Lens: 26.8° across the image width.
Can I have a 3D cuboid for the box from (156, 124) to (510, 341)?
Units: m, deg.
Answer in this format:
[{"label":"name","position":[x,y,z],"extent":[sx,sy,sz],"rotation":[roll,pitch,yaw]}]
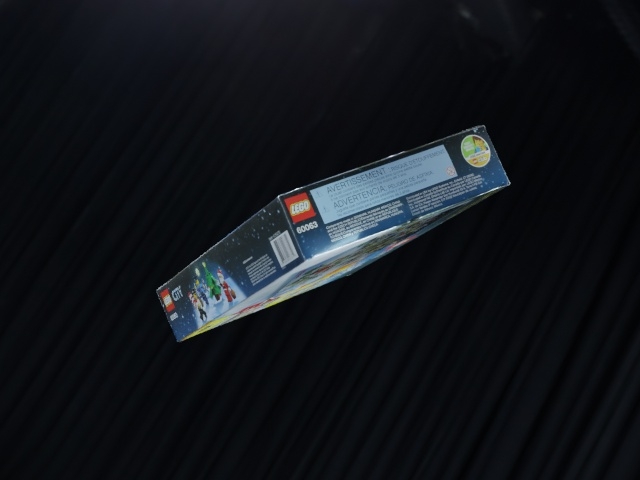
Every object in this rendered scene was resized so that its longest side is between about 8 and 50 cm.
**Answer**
[{"label":"box","position":[0.000,0.000,0.913],"extent":[0.233,0.159,0.044],"rotation":[-33,-100,60]}]
